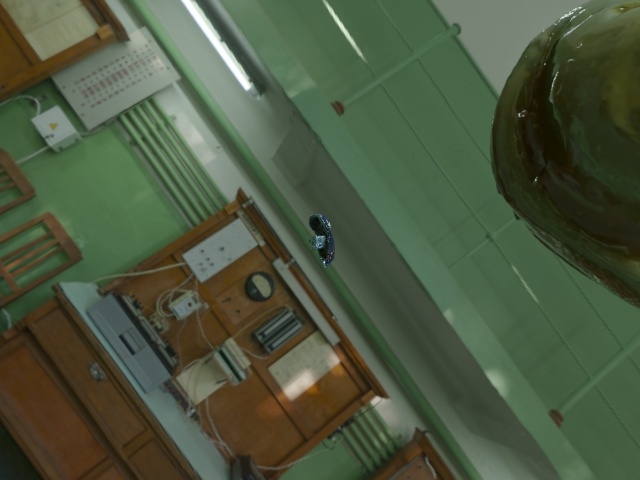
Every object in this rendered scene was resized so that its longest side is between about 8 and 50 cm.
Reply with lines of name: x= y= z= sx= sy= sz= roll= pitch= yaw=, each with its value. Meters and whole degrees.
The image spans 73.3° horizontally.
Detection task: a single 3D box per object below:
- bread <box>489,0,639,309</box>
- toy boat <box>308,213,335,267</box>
bread: x=0.294 y=-0.071 z=0.430 sx=0.341 sy=0.210 sz=0.300 roll=-18 pitch=83 yaw=-59
toy boat: x=0.000 y=0.000 z=0.647 sx=0.038 sy=0.038 sz=0.083 roll=109 pitch=-33 yaw=-76
